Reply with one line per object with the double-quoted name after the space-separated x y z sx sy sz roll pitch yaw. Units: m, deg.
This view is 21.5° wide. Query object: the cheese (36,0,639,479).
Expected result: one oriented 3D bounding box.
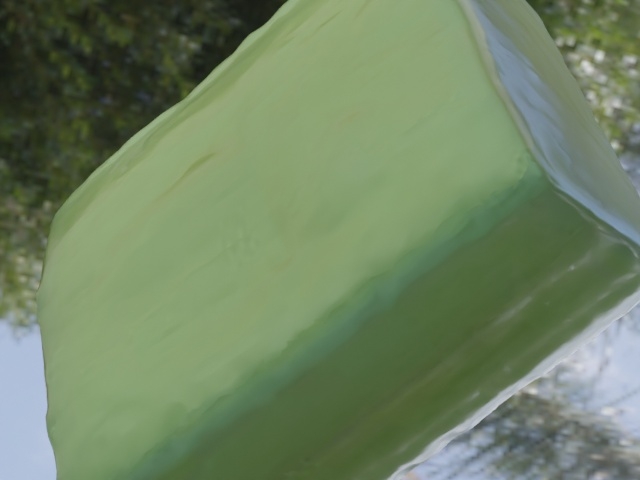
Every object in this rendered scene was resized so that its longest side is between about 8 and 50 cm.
0.000 0.000 0.789 0.265 0.124 0.242 -38 -143 17 "cheese"
